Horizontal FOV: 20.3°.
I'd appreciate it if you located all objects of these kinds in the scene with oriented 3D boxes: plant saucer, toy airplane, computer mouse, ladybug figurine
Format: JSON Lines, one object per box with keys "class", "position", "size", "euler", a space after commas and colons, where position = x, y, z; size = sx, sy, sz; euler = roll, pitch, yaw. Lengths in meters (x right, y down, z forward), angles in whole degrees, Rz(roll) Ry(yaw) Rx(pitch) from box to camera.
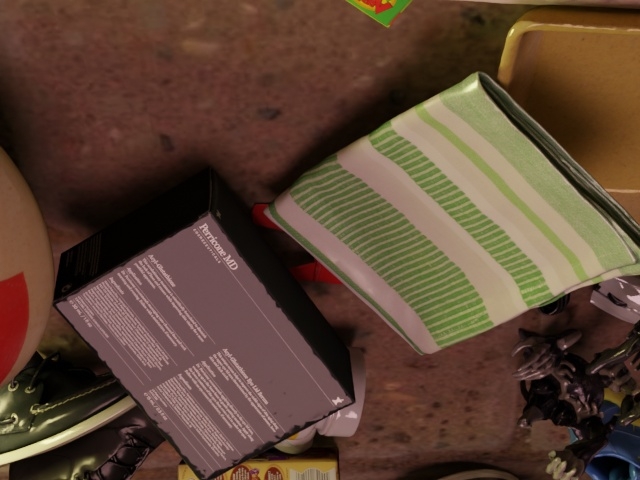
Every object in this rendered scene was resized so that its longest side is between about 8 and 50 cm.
{"class": "plant saucer", "position": [0.305, -0.104, 1.619], "size": [0.333, 0.081, 0.332], "euler": [2, 144, -5]}
{"class": "toy airplane", "position": [0.000, 0.000, 1.795], "size": [0.151, 0.028, 0.151], "euler": [1, 143, 1]}
{"class": "computer mouse", "position": [0.324, 0.059, 1.871], "size": [0.193, 0.042, 0.106], "euler": [11, 141, -15]}
{"class": "ladybug figurine", "position": [-0.411, 0.043, 1.668], "size": [0.305, 0.162, 0.449], "euler": [29, 140, 3]}

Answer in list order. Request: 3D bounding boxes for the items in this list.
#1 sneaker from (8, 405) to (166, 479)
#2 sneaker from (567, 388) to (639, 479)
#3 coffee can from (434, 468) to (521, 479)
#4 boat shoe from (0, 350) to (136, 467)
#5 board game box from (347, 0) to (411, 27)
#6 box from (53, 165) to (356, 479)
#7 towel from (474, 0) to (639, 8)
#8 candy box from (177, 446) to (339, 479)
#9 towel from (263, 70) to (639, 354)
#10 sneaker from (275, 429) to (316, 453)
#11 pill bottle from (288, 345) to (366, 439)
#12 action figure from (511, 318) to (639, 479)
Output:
{"class": "sneaker", "position": [-0.244, 0.243, 2.034], "size": [0.286, 0.130, 0.109], "euler": [-28, 134, 30]}
{"class": "sneaker", "position": [0.371, 0.247, 2.055], "size": [0.240, 0.126, 0.091], "euler": [18, 140, -23]}
{"class": "coffee can", "position": [0.206, 0.446, 2.157], "size": [0.201, 0.275, 0.201], "euler": [-12, 137, -11]}
{"class": "boat shoe", "position": [-0.320, 0.176, 1.962], "size": [0.340, 0.113, 0.127], "euler": [-24, -179, 40]}
{"class": "board game box", "position": [0.005, -0.250, 1.389], "size": [0.181, 0.043, 0.092], "euler": [31, 145, -11]}
{"class": "box", "position": [-0.111, 0.086, 1.755], "size": [0.184, 0.103, 0.261], "euler": [-28, 117, 15]}
{"class": "towel", "position": [0.202, -0.307, 1.366], "size": [0.317, 0.053, 0.332], "euler": [2, 144, -6]}
{"class": "candy box", "position": [-0.071, 0.277, 2.105], "size": [0.187, 0.053, 0.109], "euler": [-3, -179, 1]}
{"class": "towel", "position": [0.121, -0.011, 1.649], "size": [0.248, 0.038, 0.325], "euler": [42, 142, -17]}
{"class": "sneaker", "position": [-0.075, 0.209, 2.062], "size": [0.152, 0.053, 0.061], "euler": [3, 139, -18]}
{"class": "pill bottle", "position": [-0.063, 0.152, 1.924], "size": [0.208, 0.119, 0.119], "euler": [7, 143, -11]}
{"class": "action figure", "position": [0.271, 0.161, 1.877], "size": [0.141, 0.164, 0.276], "euler": [-28, 179, -32]}
